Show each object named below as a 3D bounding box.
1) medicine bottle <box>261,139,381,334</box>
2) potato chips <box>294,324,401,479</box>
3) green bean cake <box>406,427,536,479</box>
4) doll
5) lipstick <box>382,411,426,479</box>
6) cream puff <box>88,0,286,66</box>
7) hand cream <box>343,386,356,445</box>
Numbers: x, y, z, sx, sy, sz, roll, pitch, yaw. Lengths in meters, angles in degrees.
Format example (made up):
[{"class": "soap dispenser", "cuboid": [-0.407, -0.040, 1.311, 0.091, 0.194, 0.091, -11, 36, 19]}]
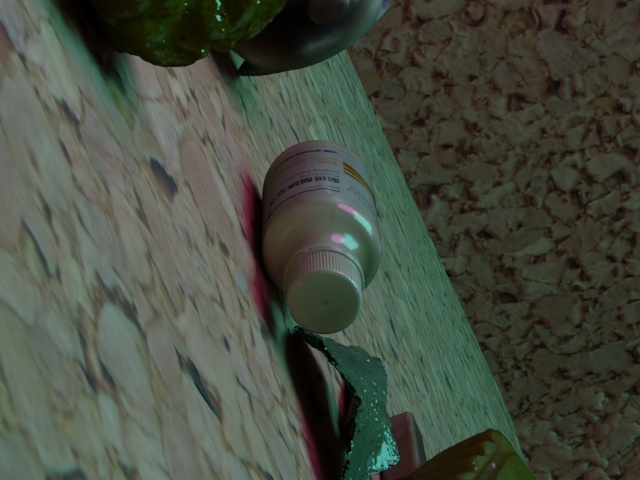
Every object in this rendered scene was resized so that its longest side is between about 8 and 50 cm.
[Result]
[{"class": "medicine bottle", "cuboid": [0.000, 0.000, 1.383, 0.252, 0.114, 0.114, -93, 160, -63]}, {"class": "potato chips", "cuboid": [0.028, 0.156, 1.350, 0.167, 0.059, 0.228, 56, 15, -45]}, {"class": "green bean cake", "cuboid": [0.178, 0.325, 1.457, 0.236, 0.124, 0.233, 60, 26, -2]}, {"class": "doll", "cuboid": [-0.059, -0.336, 1.509, 0.370, 0.215, 0.226, 62, -6, -28]}, {"class": "lipstick", "cuboid": [0.091, 0.243, 1.620, 0.145, 0.045, 0.045, -90, 157, -71]}, {"class": "cream puff", "cuboid": [-0.118, -0.248, 1.075, 0.244, 0.196, 0.244, 175, -90, -73]}, {"class": "hand cream", "cuboid": [0.041, 0.175, 1.514, 0.216, 0.038, 0.052, -94, -173, -82]}]
